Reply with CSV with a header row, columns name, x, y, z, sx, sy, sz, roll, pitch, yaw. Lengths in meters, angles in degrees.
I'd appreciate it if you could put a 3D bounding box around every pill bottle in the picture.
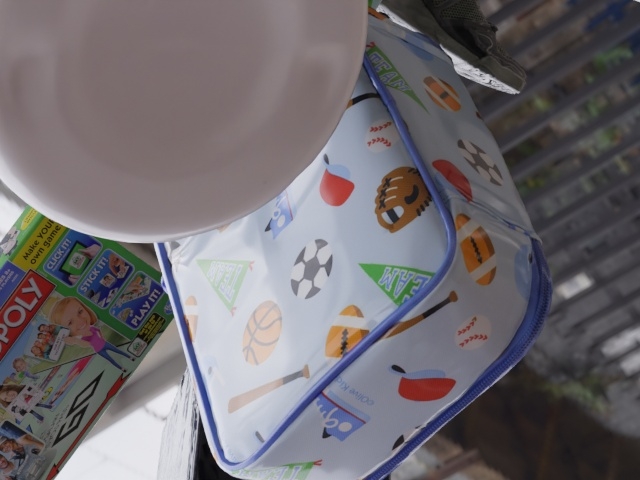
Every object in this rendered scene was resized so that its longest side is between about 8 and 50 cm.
name,x,y,z,sx,sy,sz,roll,pitch,yaw
pill bottle,-0.140,-0.159,0.789,0.204,0.204,0.361,40,-179,-38

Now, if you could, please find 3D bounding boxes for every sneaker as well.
name,x,y,z,sx,sy,sz,roll,pitch,yaw
sneaker,0.165,-0.264,1.642,0.227,0.130,0.087,34,175,-18

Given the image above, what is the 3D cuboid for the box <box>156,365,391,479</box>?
name,x,y,z,sx,sy,sz,roll,pitch,yaw
box,-0.054,0.254,1.326,0.182,0.294,0.296,11,-124,-11

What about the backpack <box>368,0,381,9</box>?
name,x,y,z,sx,sy,sz,roll,pitch,yaw
backpack,-0.074,-0.183,1.143,0.191,0.253,0.225,22,-179,-38

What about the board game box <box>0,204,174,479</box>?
name,x,y,z,sx,sy,sz,roll,pitch,yaw
board game box,-0.317,0.129,1.584,0.213,0.317,0.046,39,175,-37

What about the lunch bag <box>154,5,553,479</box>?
name,x,y,z,sx,sy,sz,roll,pitch,yaw
lunch bag,0.000,0.000,0.904,0.115,0.243,0.303,24,-149,-35
